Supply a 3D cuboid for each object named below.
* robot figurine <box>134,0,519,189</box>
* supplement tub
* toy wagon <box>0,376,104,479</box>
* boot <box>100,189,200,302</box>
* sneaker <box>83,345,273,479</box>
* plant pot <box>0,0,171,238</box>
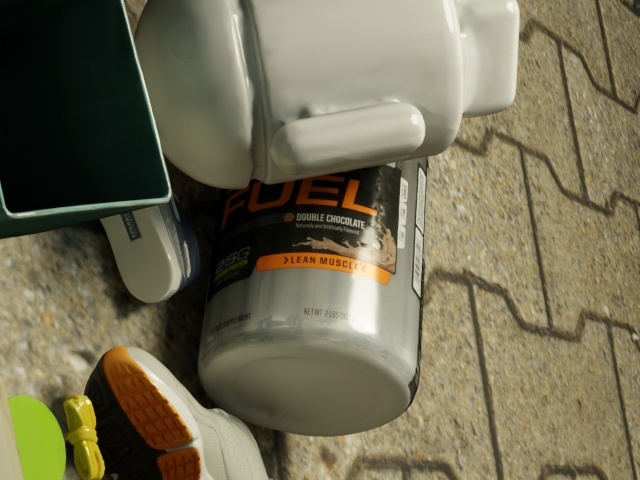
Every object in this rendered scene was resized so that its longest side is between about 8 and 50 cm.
[{"bbox_3d":[-0.009,-0.155,1.215,0.300,0.353,0.200,-112,-165,-55],"label":"robot figurine"},{"bbox_3d":[0.000,0.000,1.359,0.207,0.207,0.338,42,42,-43],"label":"supplement tub"},{"bbox_3d":[-0.280,0.165,0.951,0.344,0.068,0.267,-3,79,-60],"label":"toy wagon"},{"bbox_3d":[-0.163,-0.039,1.261,0.086,0.069,0.190,-25,101,-74],"label":"boot"},{"bbox_3d":[-0.116,0.175,1.211,0.121,0.099,0.262,-78,148,-51],"label":"sneaker"},{"bbox_3d":[-0.255,-0.070,0.935,0.165,0.234,0.166,-10,84,-60],"label":"plant pot"}]
